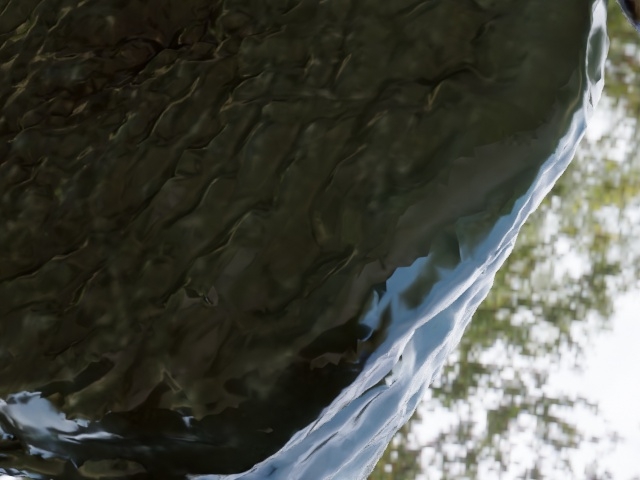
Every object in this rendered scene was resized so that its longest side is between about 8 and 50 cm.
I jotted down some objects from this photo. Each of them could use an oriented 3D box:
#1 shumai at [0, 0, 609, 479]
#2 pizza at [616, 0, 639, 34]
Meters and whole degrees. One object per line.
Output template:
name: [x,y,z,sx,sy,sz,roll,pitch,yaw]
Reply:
shumai: [0.000,0.000,0.559,0.304,0.263,0.309,17,-116,38]
pizza: [0.141,-0.290,0.690,0.114,0.278,0.408,-14,-114,16]
